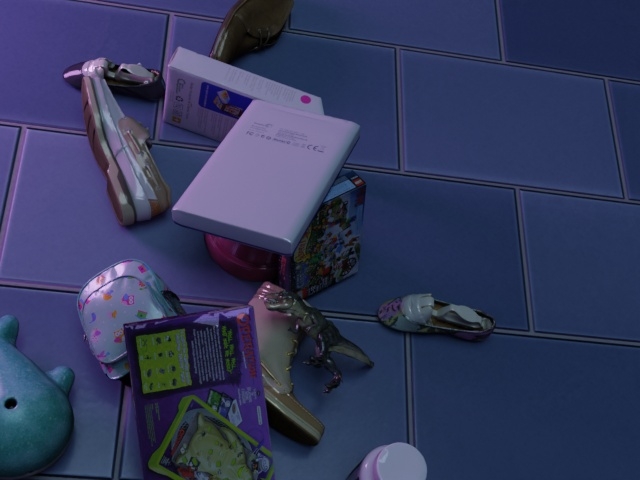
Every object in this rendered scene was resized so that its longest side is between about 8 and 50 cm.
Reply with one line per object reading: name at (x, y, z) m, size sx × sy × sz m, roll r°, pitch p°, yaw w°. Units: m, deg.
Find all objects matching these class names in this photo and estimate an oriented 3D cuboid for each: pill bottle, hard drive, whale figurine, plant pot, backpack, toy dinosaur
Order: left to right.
whale figurine at (-0.496, 0.235, 1.456) m, size 0.216 × 0.141 × 0.272 m, roll -16°, pitch 66°, yaw -20°
backpack at (-0.319, 0.128, 1.548) m, size 0.166 × 0.144 × 0.188 m, roll -33°, pitch 62°, yaw 0°
plant pot at (-0.104, -0.051, 1.682) m, size 0.201 × 0.180 × 0.201 m, roll 6°, pitch 61°, yaw -11°
hard drive at (-0.084, -0.116, 1.567) m, size 0.210 × 0.040 × 0.318 m, roll 15°, pitch 47°, yaw 15°
toy dinosaur at (0.010, 0.183, 1.569) m, size 0.268 × 0.064 × 0.118 m, roll 41°, pitch 37°, yaw -30°
pill bottle at (0.107, 0.391, 1.489) m, size 0.108 × 0.180 × 0.108 m, roll 5°, pitch 61°, yaw -10°

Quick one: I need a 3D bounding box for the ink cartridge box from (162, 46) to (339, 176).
ink cartridge box at (-0.118, -0.237, 1.781) m, size 0.371 × 0.176 × 0.069 m, roll 22°, pitch 59°, yaw -1°

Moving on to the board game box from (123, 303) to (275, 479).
board game box at (-0.187, 0.287, 1.465) m, size 0.208 × 0.056 × 0.346 m, roll -7°, pitch 92°, yaw -13°

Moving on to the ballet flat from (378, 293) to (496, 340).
ballet flat at (0.221, 0.136, 1.714) m, size 0.221 × 0.079 × 0.077 m, roll 11°, pitch 60°, yaw -7°

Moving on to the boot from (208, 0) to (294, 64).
boot at (-0.147, -0.437, 1.932) m, size 0.115 × 0.112 × 0.305 m, roll 31°, pitch 57°, yaw -8°

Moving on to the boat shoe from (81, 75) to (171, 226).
boat shoe at (-0.368, -0.174, 1.734) m, size 0.103 × 0.113 × 0.302 m, roll -15°, pitch 77°, yaw -22°

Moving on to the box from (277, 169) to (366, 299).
box at (0.000, 0.000, 1.647) m, size 0.159 × 0.233 × 0.044 m, roll -27°, pitch 54°, yaw -24°

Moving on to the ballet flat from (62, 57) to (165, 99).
ballet flat at (-0.406, -0.329, 1.826) m, size 0.203 × 0.074 × 0.074 m, roll 10°, pitch 60°, yaw -7°

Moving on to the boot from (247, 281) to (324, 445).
boot at (-0.057, 0.209, 1.604) m, size 0.262 × 0.095 × 0.203 m, roll 37°, pitch 59°, yaw 11°
